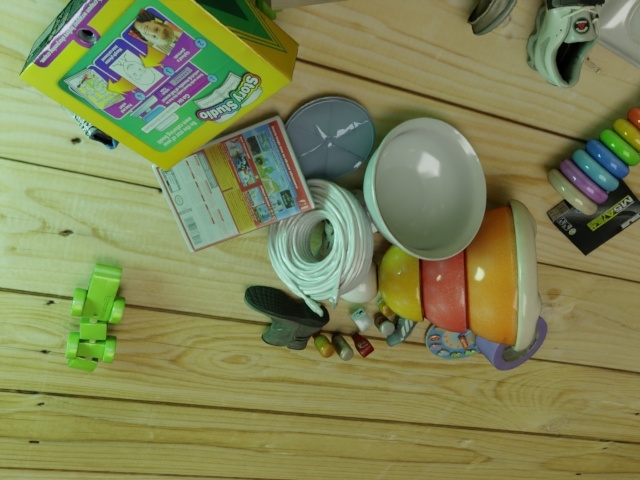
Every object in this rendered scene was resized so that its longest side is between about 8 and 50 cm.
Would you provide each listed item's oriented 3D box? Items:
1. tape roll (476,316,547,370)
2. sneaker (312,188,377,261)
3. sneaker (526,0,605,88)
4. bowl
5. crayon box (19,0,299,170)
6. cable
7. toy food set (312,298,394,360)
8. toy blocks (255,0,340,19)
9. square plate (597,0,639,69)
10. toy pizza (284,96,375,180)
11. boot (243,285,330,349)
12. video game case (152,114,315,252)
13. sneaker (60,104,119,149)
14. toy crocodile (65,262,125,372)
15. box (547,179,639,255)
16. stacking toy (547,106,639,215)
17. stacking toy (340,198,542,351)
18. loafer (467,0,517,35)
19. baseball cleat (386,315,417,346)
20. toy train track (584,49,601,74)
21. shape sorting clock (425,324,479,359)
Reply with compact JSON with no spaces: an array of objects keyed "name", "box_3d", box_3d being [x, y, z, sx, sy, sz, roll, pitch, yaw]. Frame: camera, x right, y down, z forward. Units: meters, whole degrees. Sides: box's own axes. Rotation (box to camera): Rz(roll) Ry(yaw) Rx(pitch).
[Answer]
[{"name":"tape roll","box_3d":[0.535,0.267,1.859,0.188,0.080,0.189,-16,129,-21]},{"name":"sneaker","box_3d":[0.045,-0.027,1.523,0.111,0.103,0.252,31,111,-28]},{"name":"sneaker","box_3d":[0.476,-0.440,1.233,0.122,0.146,0.331,-10,130,-3]},{"name":"bowl","box_3d":[0.200,-0.103,1.422,0.297,0.298,0.134,20,167,-27]},{"name":"crayon box","box_3d":[-0.274,-0.305,1.129,0.362,0.106,0.313,-25,136,37]},{"name":"cable","box_3d":[0.000,0.000,1.429,0.089,0.257,0.257,3,117,-51]},{"name":"toy food set","box_3d":[0.097,0.236,1.777,0.232,0.104,0.111,-38,116,-4]},{"name":"toy blocks","box_3d":[0.027,-0.537,1.046,0.260,0.191,0.382,-14,133,-17]},{"name":"square plate","box_3d":[0.757,-0.483,1.322,0.344,0.049,0.347,19,123,-27]},{"name":"toy pizza","box_3d":[0.015,-0.214,1.393,0.201,0.032,0.201,-6,130,-8]},{"name":"boot","box_3d":[-0.111,0.214,1.702,0.246,0.083,0.161,21,128,-26]},{"name":"video game case","box_3d":[-0.178,-0.113,1.370,0.285,0.025,0.204,-19,104,9]},{"name":"sneaker","box_3d":[-0.434,-0.224,1.264,0.052,0.058,0.135,-38,127,19]},{"name":"toy crocodile","box_3d":[-0.535,0.189,1.577,0.115,0.105,0.341,9,123,-19]},{"name":"box","box_3d":[0.695,-0.069,1.665,0.190,0.045,0.184,-39,125,21]},{"name":"stacking toy","box_3d":[0.670,-0.217,1.481,0.141,0.141,0.330,27,116,-31]},{"name":"stacking toy","box_3d":[0.258,0.084,1.572,0.479,0.351,0.351,-1,132,10]},{"name":"loafer","box_3d":[0.330,-0.495,1.197,0.087,0.094,0.251,21,119,-14]},{"name":"baseball cleat","box_3d":[0.225,0.196,1.779,0.109,0.072,0.206,33,112,-19]},{"name":"toy train track","box_3d":[0.564,-0.371,1.396,0.083,0.014,0.048,23,122,-29]},{"name":"shape sorting clock","box_3d":[0.400,0.272,1.891,0.206,0.040,0.206,-7,131,-8]}]
